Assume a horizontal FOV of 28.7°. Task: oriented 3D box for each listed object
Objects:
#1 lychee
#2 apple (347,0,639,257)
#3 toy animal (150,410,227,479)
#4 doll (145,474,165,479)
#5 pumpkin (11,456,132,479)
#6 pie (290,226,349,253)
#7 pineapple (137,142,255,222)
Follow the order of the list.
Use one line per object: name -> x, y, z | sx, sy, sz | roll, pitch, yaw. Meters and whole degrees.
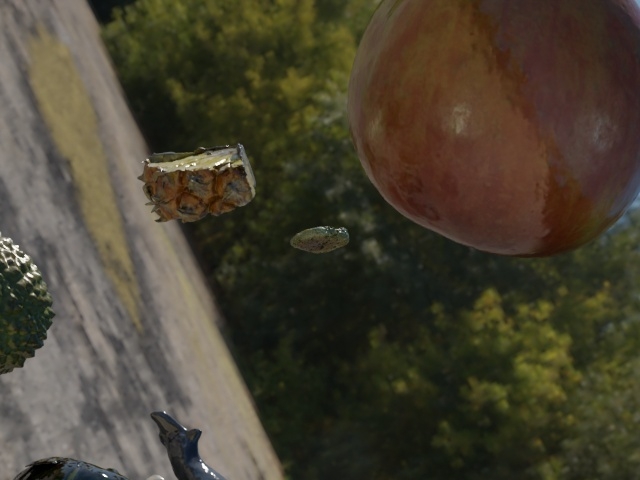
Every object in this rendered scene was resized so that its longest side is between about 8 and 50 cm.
lychee -> -0.557, 0.083, 1.856 | 0.270, 0.320, 0.270 | -174, -90, -69
apple -> 0.172, -0.137, 1.119 | 0.301, 0.301, 0.301 | 63, -3, 6
toy animal -> -0.139, 0.412, 1.675 | 0.081, 0.205, 0.367 | 87, 5, -69
doll -> -0.261, 0.342, 1.253 | 0.271, 0.208, 0.144 | -40, 121, -54
pumpkin -> -0.316, 0.377, 1.669 | 0.238, 0.238, 0.159 | 66, 36, -46
pie -> 0.000, 0.000, 1.749 | 0.084, 0.084, 0.020 | 73, 9, -73
pineapple -> -0.184, -0.096, 2.057 | 0.236, 0.186, 0.114 | 2, -64, 36
